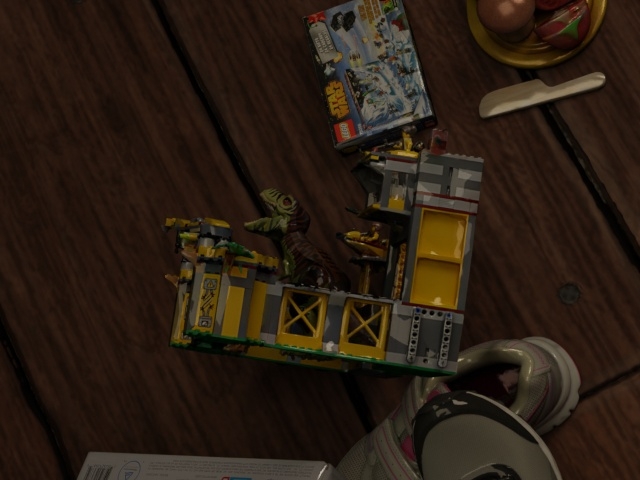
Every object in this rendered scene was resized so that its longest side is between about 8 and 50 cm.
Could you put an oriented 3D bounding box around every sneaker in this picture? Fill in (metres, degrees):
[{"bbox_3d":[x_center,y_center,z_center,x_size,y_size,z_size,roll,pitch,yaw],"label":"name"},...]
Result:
[{"bbox_3d":[0.093,0.158,1.522,0.252,0.111,0.103,-42,65,1],"label":"sneaker"},{"bbox_3d":[0.156,0.236,1.424,0.100,0.108,0.271,-28,94,7],"label":"sneaker"}]

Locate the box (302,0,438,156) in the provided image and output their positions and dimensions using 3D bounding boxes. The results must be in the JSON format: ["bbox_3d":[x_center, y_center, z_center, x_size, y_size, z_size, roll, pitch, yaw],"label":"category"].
[{"bbox_3d":[0.044,-0.153,1.687,0.094,0.027,0.137,-17,68,11],"label":"box"}]

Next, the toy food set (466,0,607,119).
[{"bbox_3d":[0.184,-0.227,1.641,0.128,0.071,0.218,-7,71,16],"label":"toy food set"}]

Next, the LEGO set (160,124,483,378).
[{"bbox_3d":[0.000,0.000,1.474,0.255,0.331,0.192,8,83,1],"label":"LEGO set"}]

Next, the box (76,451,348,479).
[{"bbox_3d":[-0.101,0.294,1.460,0.262,0.127,0.231,-4,54,38],"label":"box"}]
